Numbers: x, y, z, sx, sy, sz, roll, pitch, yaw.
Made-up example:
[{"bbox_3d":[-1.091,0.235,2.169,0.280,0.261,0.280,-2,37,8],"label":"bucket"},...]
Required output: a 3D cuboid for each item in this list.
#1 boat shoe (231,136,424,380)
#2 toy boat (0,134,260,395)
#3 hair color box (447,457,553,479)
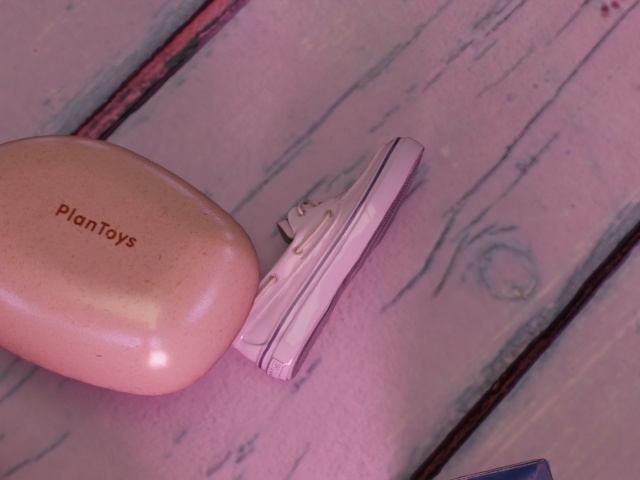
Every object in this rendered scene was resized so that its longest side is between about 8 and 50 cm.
[{"bbox_3d":[0.000,0.000,1.505,0.076,0.083,0.226,30,72,8],"label":"boat shoe"},{"bbox_3d":[-0.215,0.069,1.451,0.267,0.148,0.318,29,66,14],"label":"toy boat"},{"bbox_3d":[0.148,0.347,1.336,0.105,0.174,0.347,-13,71,-6],"label":"hair color box"}]
